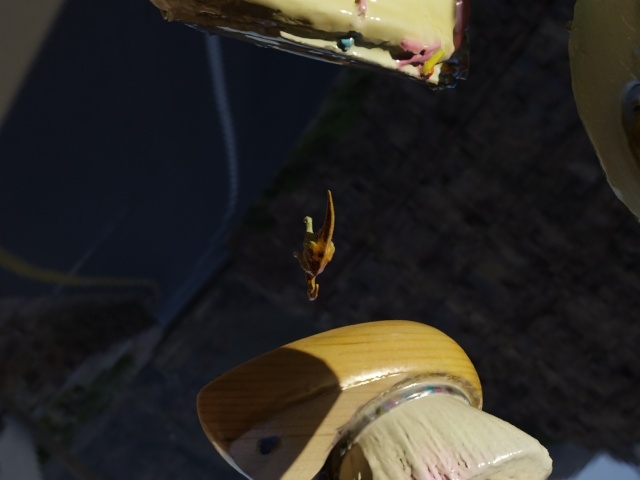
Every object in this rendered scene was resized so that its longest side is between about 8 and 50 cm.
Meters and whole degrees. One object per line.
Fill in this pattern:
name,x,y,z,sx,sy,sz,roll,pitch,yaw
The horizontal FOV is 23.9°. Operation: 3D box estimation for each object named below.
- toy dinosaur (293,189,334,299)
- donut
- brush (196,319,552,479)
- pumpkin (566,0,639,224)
toy dinosaur,-0.001,-0.001,1.206,0.041,0.026,0.113,-109,-155,-52
donut,-0.004,-0.125,0.756,0.174,0.174,0.068,-34,138,-82
brush,0.036,0.174,1.215,0.266,0.166,0.174,3,127,-33
pumpkin,0.284,-0.091,0.747,0.197,0.263,0.293,-43,156,-17
